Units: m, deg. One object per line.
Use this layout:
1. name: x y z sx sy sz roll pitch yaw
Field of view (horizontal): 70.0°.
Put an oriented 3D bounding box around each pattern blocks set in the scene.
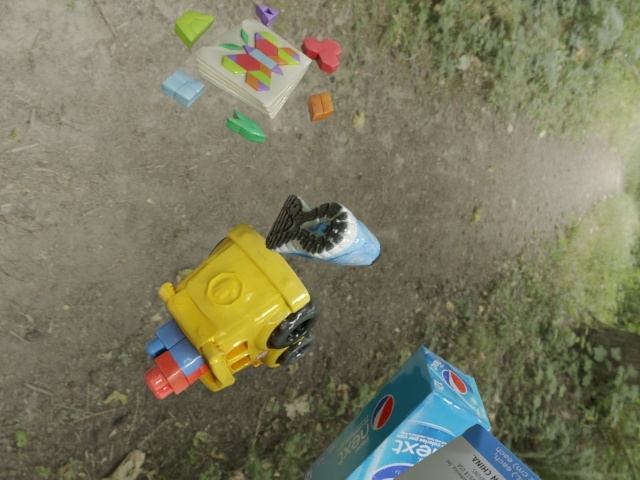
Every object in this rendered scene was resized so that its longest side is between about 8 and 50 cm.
1. pattern blocks set: -0.102 -0.293 0.756 0.285 0.026 0.325 23 53 -12

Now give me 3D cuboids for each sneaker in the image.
1. sneaker: 0.000 0.000 0.455 0.073 0.162 0.064 29 85 -30

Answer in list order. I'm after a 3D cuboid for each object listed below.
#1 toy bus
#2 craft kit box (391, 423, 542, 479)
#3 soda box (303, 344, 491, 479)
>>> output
1. toy bus: -0.122 0.120 0.585 0.211 0.149 0.220 -38 157 -22
2. craft kit box: 0.060 0.224 0.166 0.246 0.250 0.061 -18 120 -23
3. soda box: 0.064 0.208 0.446 0.210 0.067 0.071 -54 -172 19
